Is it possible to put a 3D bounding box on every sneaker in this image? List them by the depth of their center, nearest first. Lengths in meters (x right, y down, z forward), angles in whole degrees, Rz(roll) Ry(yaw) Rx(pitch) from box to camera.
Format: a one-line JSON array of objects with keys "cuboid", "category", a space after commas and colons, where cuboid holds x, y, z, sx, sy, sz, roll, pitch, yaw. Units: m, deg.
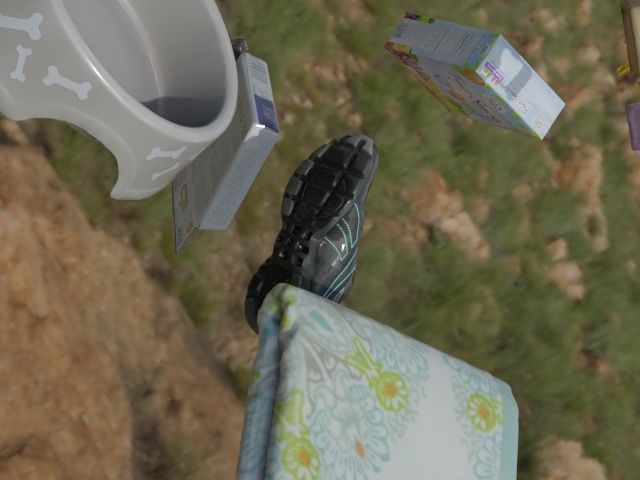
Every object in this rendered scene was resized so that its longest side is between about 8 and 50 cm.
[{"cuboid": [0.000, 0.000, 1.616, 0.101, 0.267, 0.106, 24, -5, 38], "category": "sneaker"}]

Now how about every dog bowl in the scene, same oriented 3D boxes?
[{"cuboid": [-0.214, -0.218, 1.370, 0.349, 0.102, 0.348, 44, 31, -35], "category": "dog bowl"}]

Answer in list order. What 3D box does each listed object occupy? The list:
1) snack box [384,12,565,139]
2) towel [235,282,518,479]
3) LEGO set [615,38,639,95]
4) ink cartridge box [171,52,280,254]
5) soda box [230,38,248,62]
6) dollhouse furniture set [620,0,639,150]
[{"cuboid": [0.216, -0.233, 1.921, 0.174, 0.070, 0.207, 38, -9, -37], "category": "snack box"}, {"cuboid": [0.058, 0.262, 1.320, 0.320, 0.090, 0.374, 28, 56, -36], "category": "towel"}, {"cuboid": [0.433, -0.205, 1.593, 0.107, 0.132, 0.287, 41, 48, -32], "category": "LEGO set"}, {"cuboid": [-0.132, -0.114, 1.844, 0.045, 0.224, 0.223, 23, 27, -21], "category": "ink cartridge box"}, {"cuboid": [-0.126, -0.204, 1.976, 0.053, 0.060, 0.169, -74, 158, -67], "category": "soda box"}, {"cuboid": [0.271, -0.134, 1.030, 0.081, 0.091, 0.114, -47, 127, -77], "category": "dollhouse furniture set"}]
